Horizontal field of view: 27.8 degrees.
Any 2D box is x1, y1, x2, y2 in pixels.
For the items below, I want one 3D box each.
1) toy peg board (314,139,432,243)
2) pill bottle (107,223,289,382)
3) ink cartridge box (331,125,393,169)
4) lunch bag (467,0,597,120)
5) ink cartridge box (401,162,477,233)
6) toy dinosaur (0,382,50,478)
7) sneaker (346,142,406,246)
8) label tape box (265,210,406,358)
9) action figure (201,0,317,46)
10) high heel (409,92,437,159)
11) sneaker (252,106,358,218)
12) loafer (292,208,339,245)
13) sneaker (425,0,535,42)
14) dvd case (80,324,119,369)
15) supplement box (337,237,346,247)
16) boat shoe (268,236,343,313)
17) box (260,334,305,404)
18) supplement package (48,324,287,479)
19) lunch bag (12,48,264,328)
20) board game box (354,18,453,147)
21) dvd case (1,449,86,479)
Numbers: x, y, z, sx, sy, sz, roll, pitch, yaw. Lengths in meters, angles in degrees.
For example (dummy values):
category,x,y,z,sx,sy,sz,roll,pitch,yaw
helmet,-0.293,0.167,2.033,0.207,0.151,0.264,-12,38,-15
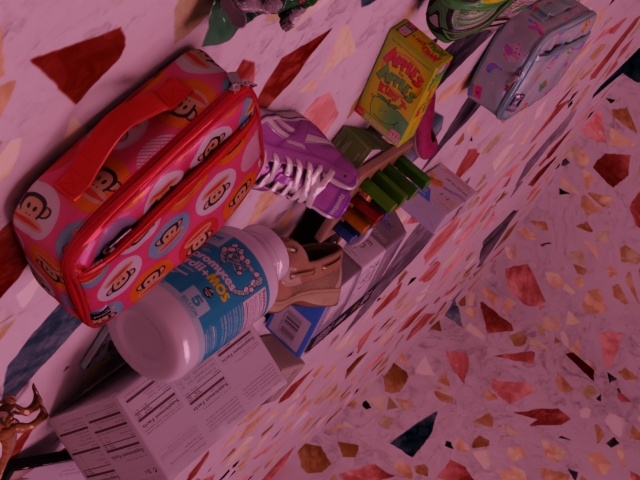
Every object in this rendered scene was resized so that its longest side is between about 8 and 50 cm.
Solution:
category,x,y,z,sx,sy,sz,roll,pitch,yaw
toy peg board,0.093,-0.060,2.083,0.161,0.079,0.160,-34,161,-47
pill bottle,-0.158,0.073,1.784,0.264,0.146,0.146,-37,162,-44
ink cartridge box,0.061,-0.124,2.115,0.109,0.062,0.209,-52,167,15
lunch bag,0.408,-0.358,2.472,0.279,0.108,0.224,-33,160,-49
ink cartridge box,0.256,-0.096,2.729,0.181,0.104,0.061,-34,161,-50
toy dinosaur,-0.408,0.241,1.678,0.112,0.064,0.211,-27,152,-12
sneaker,0.101,-0.083,2.319,0.121,0.079,0.217,-37,161,-36
label tape box,0.061,0.047,2.506,0.334,0.106,0.240,-39,164,-37
action figure,-0.037,-0.273,1.395,0.137,0.063,0.232,-58,168,25
high heel,0.182,-0.212,2.222,0.117,0.082,0.244,-42,156,13
sneaker,-0.038,-0.091,1.681,0.102,0.161,0.282,-54,165,26
loafer,0.000,0.000,2.227,0.078,0.080,0.220,-30,157,-53
sneaker,0.275,-0.398,1.943,0.343,0.134,0.146,-26,162,-38
dvd case,-0.285,0.135,1.838,0.087,0.013,0.119,-54,165,23
supplement box,0.009,0.000,2.298,0.036,0.062,0.098,-30,157,-50
boat shoe,-0.078,0.045,2.040,0.341,0.122,0.110,1,104,-59
box,-0.133,0.258,2.498,0.113,0.094,0.275,-51,166,12
supplement package,-0.221,0.235,1.886,0.204,0.145,0.262,-24,-171,48
lunch bag,-0.190,-0.065,1.381,0.293,0.120,0.258,-46,163,-20
board game box,0.122,-0.233,1.937,0.043,0.092,0.181,-38,163,-36
dvd case,-0.440,0.407,1.965,0.180,0.022,0.253,-3,136,-45
